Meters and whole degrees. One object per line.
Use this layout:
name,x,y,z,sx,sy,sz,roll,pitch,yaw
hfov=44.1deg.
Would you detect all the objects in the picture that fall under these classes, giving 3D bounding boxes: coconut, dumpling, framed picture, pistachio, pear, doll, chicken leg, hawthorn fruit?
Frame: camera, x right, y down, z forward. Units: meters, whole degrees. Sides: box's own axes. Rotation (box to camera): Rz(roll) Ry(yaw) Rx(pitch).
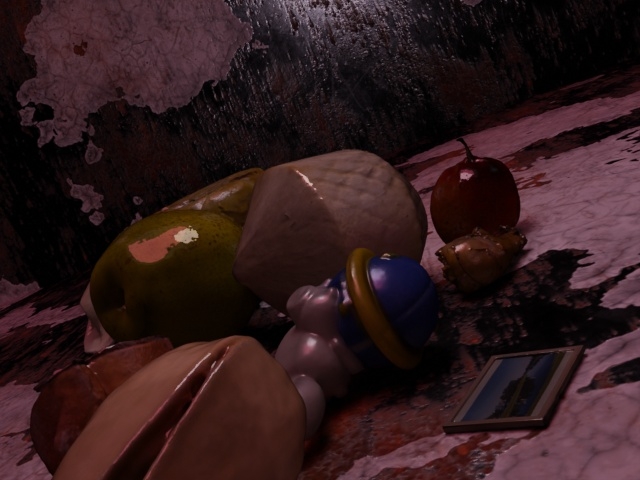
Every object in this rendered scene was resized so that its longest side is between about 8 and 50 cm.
coconut,0.000,0.000,1.271,0.328,0.329,0.329,-21,11,4
dumpling,-0.461,0.160,1.832,0.318,0.187,0.243,-18,48,65
framed picture,0.201,0.151,0.813,0.109,0.011,0.149,-14,14,36
pistachio,-0.130,0.210,0.703,0.193,0.214,0.318,21,31,13
pear,-0.238,0.079,1.367,0.294,0.294,0.294,-21,11,4
doll,0.022,0.114,0.962,0.242,0.160,0.311,-17,15,18
chicken leg,0.247,0.022,1.202,0.101,0.085,0.207,-32,-7,40
hawthorn fruit,0.264,-0.084,1.373,0.156,0.194,0.157,-11,15,3

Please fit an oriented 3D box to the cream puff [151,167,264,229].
cream puff,-0.202,0.012,1.650,0.324,0.257,0.291,-30,16,-25

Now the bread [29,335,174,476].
bread,-0.270,0.214,0.993,0.190,0.123,0.244,-37,-8,3
